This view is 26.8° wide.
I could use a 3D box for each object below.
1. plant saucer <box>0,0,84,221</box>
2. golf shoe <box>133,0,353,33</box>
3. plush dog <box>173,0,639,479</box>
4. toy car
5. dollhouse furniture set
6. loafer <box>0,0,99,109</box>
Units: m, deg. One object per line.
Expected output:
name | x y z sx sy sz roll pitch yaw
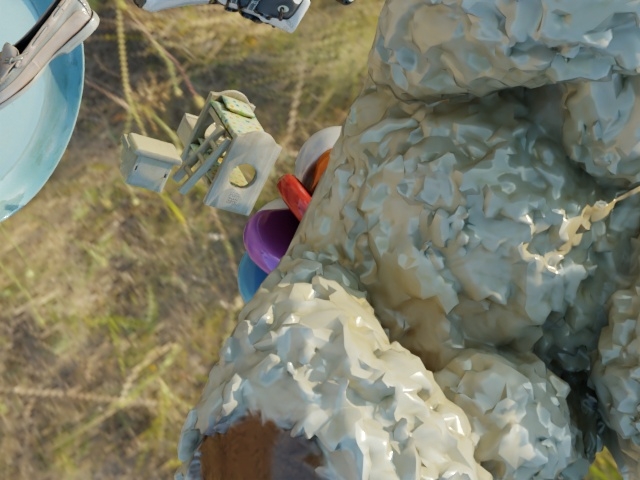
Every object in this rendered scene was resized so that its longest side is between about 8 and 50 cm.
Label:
plant saucer | -0.382 -0.166 1.483 0.317 0.043 0.318 -40 139 -46
golf shoe | -0.059 -0.214 1.135 0.198 0.077 0.094 -19 96 -7
plush dog | 0.106 0.020 0.440 0.225 0.210 0.262 24 91 4
toy car | 0.000 0.000 1.103 0.136 0.159 0.182 4 129 -51
dollhouse furniture set | -0.155 -0.133 1.517 0.161 0.182 0.101 14 115 -31
loafer | -0.232 -0.151 1.058 0.125 0.045 0.039 -43 128 -13
